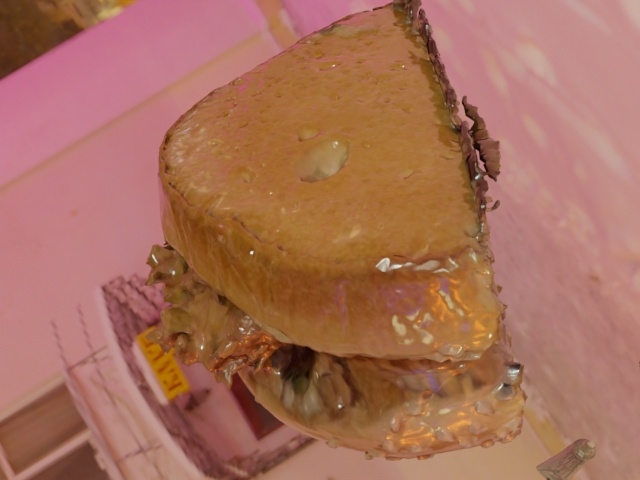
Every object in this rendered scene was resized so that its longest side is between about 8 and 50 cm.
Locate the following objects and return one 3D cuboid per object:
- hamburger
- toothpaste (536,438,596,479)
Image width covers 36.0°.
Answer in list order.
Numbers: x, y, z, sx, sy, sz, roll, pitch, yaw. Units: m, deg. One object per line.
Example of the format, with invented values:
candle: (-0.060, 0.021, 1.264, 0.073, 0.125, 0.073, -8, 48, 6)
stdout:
hamburger: (0.000, 0.000, 0.801, 0.445, 0.287, 0.268, -94, -10, -55)
toothpaste: (0.348, 0.311, 1.385, 0.048, 0.029, 0.197, 39, 156, 14)
